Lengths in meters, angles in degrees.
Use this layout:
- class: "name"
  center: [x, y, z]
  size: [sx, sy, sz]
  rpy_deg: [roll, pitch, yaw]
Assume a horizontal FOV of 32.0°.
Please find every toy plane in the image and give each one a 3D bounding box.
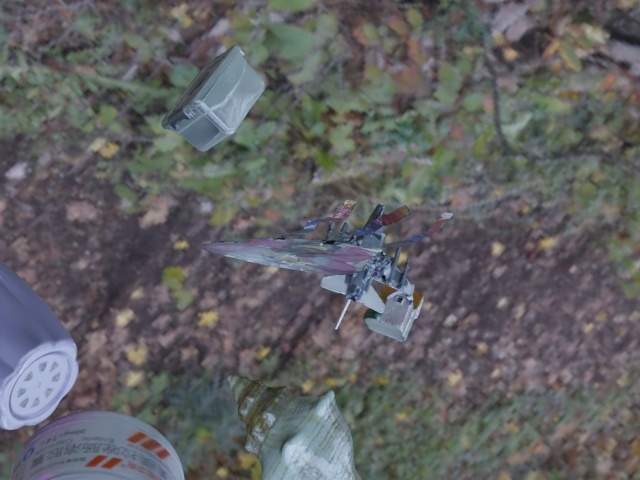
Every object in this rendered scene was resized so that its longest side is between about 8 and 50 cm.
- class: "toy plane"
  center: [0.064, 0.012, 1.520]
  size: [0.082, 0.160, 0.234]
  rpy_deg: [117, -5, -52]

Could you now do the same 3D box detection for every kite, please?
- class: "kite"
  center: [0.000, 0.004, 1.244]
  size: [0.204, 0.022, 0.360]
  rpy_deg: [10, 166, -21]

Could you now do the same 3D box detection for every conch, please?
- class: "conch"
  center: [-0.024, 0.229, 1.103]
  size: [0.137, 0.234, 0.114]
  rpy_deg: [-31, 158, 23]

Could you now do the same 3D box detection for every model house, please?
- class: "model house"
  center: [0.139, 0.126, 2.131]
  size: [0.100, 0.088, 0.100]
  rpy_deg: [67, 46, -69]

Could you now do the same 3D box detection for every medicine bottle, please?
- class: "medicine bottle"
  center: [-0.314, 0.415, 1.518]
  size: [0.256, 0.325, 0.256]
  rpy_deg: [-2, 116, -4]

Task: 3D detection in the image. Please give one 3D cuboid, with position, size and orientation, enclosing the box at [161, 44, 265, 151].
- class: "box"
  center: [-0.173, -0.233, 1.870]
  size: [0.124, 0.093, 0.172]
  rpy_deg: [-25, -152, 50]

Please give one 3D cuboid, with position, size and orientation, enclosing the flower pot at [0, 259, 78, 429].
- class: "flower pot"
  center: [-0.566, 0.198, 1.939]
  size: [0.265, 0.243, 0.265]
  rpy_deg: [-41, 150, -30]
